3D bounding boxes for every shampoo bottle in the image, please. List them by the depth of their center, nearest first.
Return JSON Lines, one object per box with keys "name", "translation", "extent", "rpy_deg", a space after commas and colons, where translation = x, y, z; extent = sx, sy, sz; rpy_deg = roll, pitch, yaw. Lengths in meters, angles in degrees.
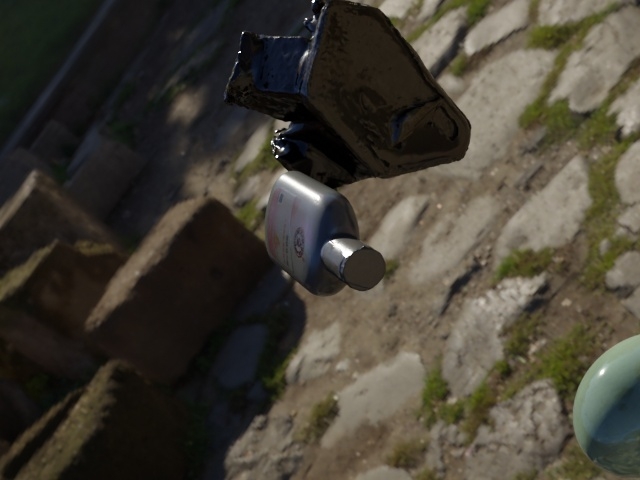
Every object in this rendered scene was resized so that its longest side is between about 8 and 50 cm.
{"name": "shampoo bottle", "translation": [0.000, 0.000, 0.725], "extent": [0.165, 0.040, 0.079], "rpy_deg": [-144, 60, -65]}

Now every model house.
{"name": "model house", "translation": [0.009, -0.123, 0.888], "extent": [0.141, 0.203, 0.164], "rpy_deg": [-50, 31, -20]}

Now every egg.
{"name": "egg", "translation": [0.385, 0.193, 1.162], "extent": [0.192, 0.149, 0.149], "rpy_deg": [-48, 21, -19]}
